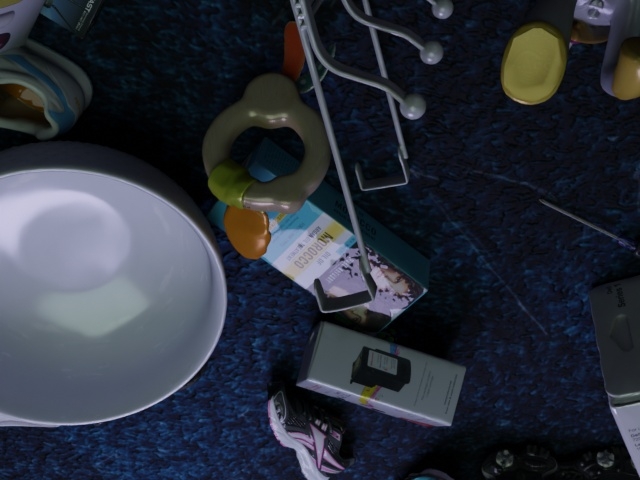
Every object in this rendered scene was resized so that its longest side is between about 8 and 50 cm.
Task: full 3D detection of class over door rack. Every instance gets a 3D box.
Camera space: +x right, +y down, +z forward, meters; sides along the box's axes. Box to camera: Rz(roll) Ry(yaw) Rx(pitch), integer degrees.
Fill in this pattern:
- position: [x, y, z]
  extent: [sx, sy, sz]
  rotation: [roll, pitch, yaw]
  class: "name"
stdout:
- position: [0.058, -0.131, 0.874]
  extent: [0.108, 0.239, 0.324]
  rotation: [4, 124, 13]
  class: "over door rack"

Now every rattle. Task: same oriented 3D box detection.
- position: [-0.038, -0.099, 0.978]
  extent: [0.130, 0.200, 0.143]
  rotation: [-1, 150, 21]
  class: "rattle"

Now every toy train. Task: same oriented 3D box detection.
- position: [0.055, 0.104, 1.167]
  extent: [0.083, 0.017, 0.024]
  rotation: [30, 133, -12]
  class: "toy train"

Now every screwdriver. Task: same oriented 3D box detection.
- position: [0.316, -0.010, 1.053]
  extent: [0.169, 0.025, 0.024]
  rotation: [28, 125, 0]
  class: "screwdriver"

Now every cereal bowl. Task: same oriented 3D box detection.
- position: [-0.274, 0.035, 1.054]
  extent: [0.338, 0.141, 0.339]
  rotation: [-4, 122, -6]
  class: "cereal bowl"

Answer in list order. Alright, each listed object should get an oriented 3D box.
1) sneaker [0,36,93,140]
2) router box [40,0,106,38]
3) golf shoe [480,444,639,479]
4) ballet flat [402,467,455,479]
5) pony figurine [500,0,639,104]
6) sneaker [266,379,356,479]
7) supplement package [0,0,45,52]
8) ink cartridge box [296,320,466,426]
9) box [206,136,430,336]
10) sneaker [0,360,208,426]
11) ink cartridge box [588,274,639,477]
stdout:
- position: [-0.356, -0.180, 0.991]
  extent: [0.228, 0.092, 0.087]
  rotation: [22, 126, -5]
  class: "sneaker"
- position: [-0.245, -0.274, 0.942]
  extent: [0.092, 0.038, 0.122]
  rotation: [30, 123, -12]
  class: "router box"
- position: [0.344, 0.333, 1.243]
  extent: [0.272, 0.105, 0.120]
  rotation: [6, 140, 12]
  class: "golf shoe"
- position: [0.120, 0.451, 1.345]
  extent: [0.147, 0.147, 0.409]
  rotation: [26, 127, -9]
  class: "ballet flat"
- position: [0.227, -0.273, 0.726]
  extent: [0.302, 0.363, 0.351]
  rotation: [15, 109, 7]
  class: "pony figurine"
- position: [-0.010, 0.241, 1.249]
  extent: [0.077, 0.072, 0.178]
  rotation: [-23, 126, 9]
  class: "sneaker"
- position: [-0.329, -0.315, 0.836]
  extent: [0.204, 0.145, 0.262]
  rotation: [39, 123, 1]
  class: "supplement package"
- position: [0.066, 0.161, 1.132]
  extent: [0.175, 0.072, 0.127]
  rotation: [18, 167, -3]
  class: "ink cartridge box"
- position: [0.000, 0.000, 1.077]
  extent: [0.244, 0.060, 0.100]
  rotation: [36, 122, -15]
  class: "box"
- position: [-0.305, 0.170, 1.216]
  extent: [0.330, 0.123, 0.146]
  rotation: [-5, 153, -4]
  class: "sneaker"
- position: [0.403, 0.197, 1.063]
  extent: [0.117, 0.201, 0.278]
  rotation: [-19, 119, 19]
  class: "ink cartridge box"
